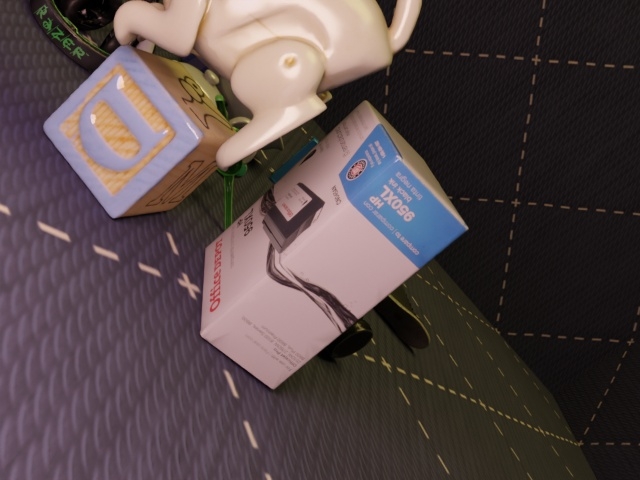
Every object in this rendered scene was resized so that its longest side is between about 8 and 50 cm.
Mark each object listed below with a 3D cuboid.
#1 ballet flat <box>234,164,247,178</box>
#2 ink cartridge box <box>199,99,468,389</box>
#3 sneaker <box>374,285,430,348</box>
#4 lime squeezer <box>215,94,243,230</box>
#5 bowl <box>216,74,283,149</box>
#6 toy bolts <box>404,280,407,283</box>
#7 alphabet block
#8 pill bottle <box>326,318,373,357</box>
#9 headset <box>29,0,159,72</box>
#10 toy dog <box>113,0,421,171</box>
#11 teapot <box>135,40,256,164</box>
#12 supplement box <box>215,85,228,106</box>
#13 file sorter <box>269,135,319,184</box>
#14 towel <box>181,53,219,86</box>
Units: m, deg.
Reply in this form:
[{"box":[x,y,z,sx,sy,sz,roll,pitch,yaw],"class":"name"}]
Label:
[{"box":[-0.252,-0.213,1.604,0.188,0.070,0.070,46,14,-23],"class":"ballet flat"},{"box":[0.000,0.000,1.103,0.166,0.395,0.285,42,15,-23],"class":"ink cartridge box"},{"box":[0.240,0.198,1.956,0.222,0.083,0.118,48,31,-3],"class":"sneaker"},{"box":[-0.183,-0.164,1.304,0.059,0.310,0.110,12,43,9],"class":"lime squeezer"},{"box":[-0.208,-0.366,1.871,0.298,0.134,0.297,162,-90,-88],"class":"bowl"},{"box":[0.201,0.063,2.090,0.228,0.158,0.218,43,15,-27],"class":"toy bolts"},{"box":[-0.273,-0.167,1.098,0.192,0.193,0.197,53,13,3],"class":"alphabet block"},{"box":[0.014,0.122,1.398,0.123,0.123,0.219,30,25,-56],"class":"pill bottle"},{"box":[-0.430,-0.485,1.462,0.243,0.185,0.394,48,25,-11],"class":"headset"},{"box":[-0.103,-0.354,0.941,0.407,0.396,0.284,56,21,-11],"class":"toy dog"},{"box":[-0.271,-0.261,1.373,0.252,0.187,0.256,54,13,15],"class":"teapot"},{"box":[-0.297,-0.357,1.767,0.056,0.083,0.083,25,27,-56],"class":"supplement box"},{"box":[-0.044,-0.204,2.000,0.118,0.170,0.104,47,10,-14],"class":"file sorter"},{"box":[-0.257,-0.511,2.015,0.209,0.285,0.034,43,54,-32],"class":"towel"}]
